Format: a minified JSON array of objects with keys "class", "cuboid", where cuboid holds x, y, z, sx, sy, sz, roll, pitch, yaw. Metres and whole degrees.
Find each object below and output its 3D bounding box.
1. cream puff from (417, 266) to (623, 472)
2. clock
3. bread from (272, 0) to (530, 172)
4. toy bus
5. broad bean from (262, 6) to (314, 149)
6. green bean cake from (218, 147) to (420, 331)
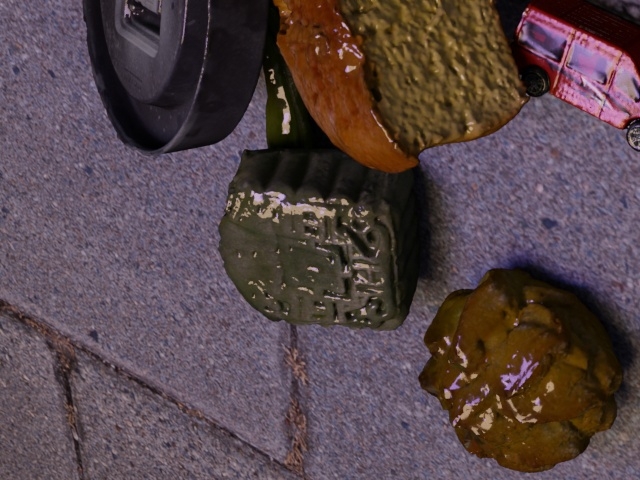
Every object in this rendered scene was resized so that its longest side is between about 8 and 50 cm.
[{"class":"cream puff","cuboid":[0.224,0.151,1.838,0.244,0.196,0.244,3,96,32]},{"class":"clock","cuboid":[-0.169,-0.285,1.790,0.386,0.076,0.386,18,110,60]},{"class":"bread","cuboid":[0.060,-0.222,1.619,0.179,0.194,0.340,137,116,-67]},{"class":"toy bus","cuboid":[0.282,-0.166,1.572,0.195,0.081,0.089,31,130,24]},{"class":"broad bean","cuboid":[-0.049,-0.160,1.940,0.098,0.056,0.318,27,135,61]},{"class":"green bean cake","cuboid":[0.000,0.000,1.916,0.227,0.125,0.222,7,133,17]}]
